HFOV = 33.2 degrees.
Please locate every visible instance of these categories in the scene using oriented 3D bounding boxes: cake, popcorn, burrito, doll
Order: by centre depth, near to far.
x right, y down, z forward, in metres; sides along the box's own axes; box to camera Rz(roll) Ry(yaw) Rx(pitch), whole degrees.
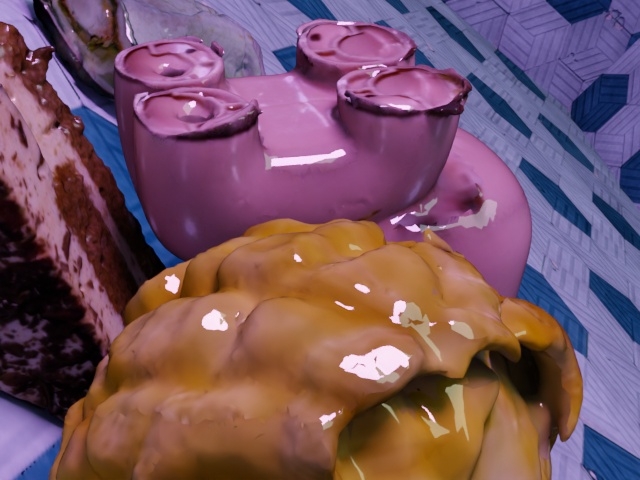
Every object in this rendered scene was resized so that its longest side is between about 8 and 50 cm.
[{"bbox_3d":[-0.002,0.113,0.412,0.250,0.250,0.190,31,-11,-33],"label":"popcorn"},{"bbox_3d":[-0.158,0.027,0.542,0.112,0.135,0.246,-91,163,-49],"label":"cake"},{"bbox_3d":[0.003,0.021,0.615,0.216,0.268,0.284,-8,31,-15],"label":"doll"},{"bbox_3d":[-0.127,-0.168,0.909,0.144,0.089,0.229,55,24,18],"label":"burrito"}]
